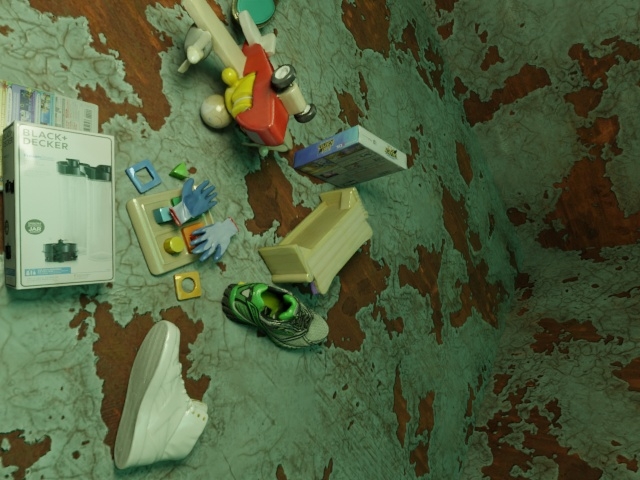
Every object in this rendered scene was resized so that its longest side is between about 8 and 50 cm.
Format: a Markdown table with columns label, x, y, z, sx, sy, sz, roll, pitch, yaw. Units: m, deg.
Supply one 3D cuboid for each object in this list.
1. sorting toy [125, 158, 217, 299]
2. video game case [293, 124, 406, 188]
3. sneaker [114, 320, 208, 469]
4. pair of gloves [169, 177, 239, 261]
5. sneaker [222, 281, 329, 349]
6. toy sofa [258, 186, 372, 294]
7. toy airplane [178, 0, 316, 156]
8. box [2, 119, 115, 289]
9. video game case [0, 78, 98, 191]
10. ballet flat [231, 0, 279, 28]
| label | x | y | z | sx | sy | sz | roll | pitch | yaw |
| --- | --- | --- | --- | --- | --- | --- | --- | --- | --- |
| sorting toy | -0.335 | -0.031 | 0.995 | 0.196 | 0.047 | 0.348 | -25 | 101 | -46 |
| video game case | 0.093 | -0.255 | 1.325 | 0.244 | 0.269 | 0.061 | 14 | 71 | -44 |
| sneaker | -0.320 | 0.328 | 0.908 | 0.169 | 0.108 | 0.293 | 22 | 77 | -44 |
| pair of gloves | -0.282 | -0.052 | 1.015 | 0.198 | 0.023 | 0.159 | 62 | 37 | -19 |
| sneaker | -0.093 | 0.212 | 1.130 | 0.343 | 0.146 | 0.134 | 31 | 61 | -40 |
| toy sofa | 0.000 | 0.000 | 1.267 | 0.362 | 0.150 | 0.177 | -47 | 121 | -41 |
| toy airplane | -0.200 | -0.405 | 1.092 | 0.386 | 0.272 | 0.384 | 59 | 8 | -9 |
| box | -0.488 | -0.061 | 0.785 | 0.169 | 0.087 | 0.290 | 1 | 89 | -46 |
| video game case | -0.546 | -0.191 | 0.823 | 0.193 | 0.023 | 0.213 | 4 | 80 | -46 |
| ballet flat | -0.184 | -0.728 | 1.243 | 0.123 | 0.123 | 0.349 | 43 | 58 | -32 |
